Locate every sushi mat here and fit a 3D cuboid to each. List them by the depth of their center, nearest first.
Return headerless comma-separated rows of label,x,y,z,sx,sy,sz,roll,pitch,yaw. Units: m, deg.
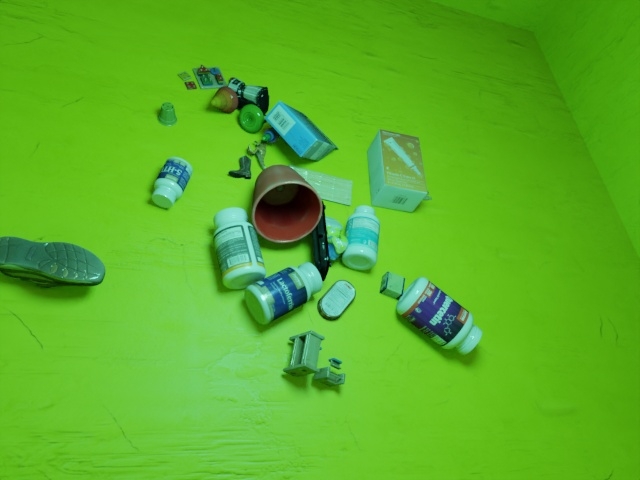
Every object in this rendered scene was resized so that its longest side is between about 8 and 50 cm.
sushi mat,-0.005,-0.254,2.036,0.316,0.019,0.151,13,58,-13

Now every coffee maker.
coffee maker,-0.341,-0.652,2.083,0.178,0.171,0.120,23,29,19

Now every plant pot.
plant pot,-0.149,-0.165,1.769,0.275,0.275,0.243,4,32,-18
plant pot,-0.662,-0.554,1.931,0.083,0.079,0.083,10,57,-16

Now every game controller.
game controller,0.000,0.000,1.795,0.067,0.166,0.319,-3,61,-2

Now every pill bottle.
pill bottle,-0.131,0.186,1.641,0.264,0.153,0.153,-25,72,-31
pill bottle,-0.309,0.027,1.665,0.162,0.162,0.278,-7,62,-24
pill bottle,-0.583,-0.224,1.743,0.112,0.112,0.187,19,56,-9
pill bottle,0.475,0.305,1.780,0.323,0.181,0.181,38,55,4
pill bottle,0.175,-0.018,1.884,0.146,0.146,0.264,18,55,-10

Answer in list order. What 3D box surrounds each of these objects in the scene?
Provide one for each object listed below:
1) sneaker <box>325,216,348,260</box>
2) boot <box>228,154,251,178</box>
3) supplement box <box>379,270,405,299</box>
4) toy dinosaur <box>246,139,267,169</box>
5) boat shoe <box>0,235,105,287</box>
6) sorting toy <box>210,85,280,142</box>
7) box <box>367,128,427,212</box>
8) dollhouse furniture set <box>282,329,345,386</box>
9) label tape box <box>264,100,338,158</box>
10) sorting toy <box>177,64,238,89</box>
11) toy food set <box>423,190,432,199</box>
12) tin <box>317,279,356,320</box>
sneaker,0.038,-0.004,1.864,0.091,0.126,0.240,20,24,-20
boot,-0.349,-0.325,1.937,0.106,0.037,0.114,11,60,-30
supplement box,0.300,0.188,1.861,0.083,0.056,0.083,21,55,-8
toy dinosaur,-0.269,-0.390,1.991,0.112,0.064,0.211,8,58,-18
boat shoe,-0.871,0.082,1.441,0.355,0.130,0.132,15,53,-5
sorting toy,-0.354,-0.551,1.995,0.365,0.127,0.126,37,31,4
box,0.359,-0.333,2.129,0.215,0.168,0.345,8,58,-14
dollhouse furniture set,-0.016,0.424,1.578,0.184,0.129,0.129,33,50,-29
label tape box,-0.075,-0.492,2.069,0.249,0.115,0.347,47,15,9
sorting toy,-0.538,-0.794,2.144,0.274,0.046,0.132,-14,66,-27
toy food set,0.495,-0.236,2.213,0.122,0.019,0.078,-4,62,-23
tin,0.066,0.233,1.760,0.106,0.040,0.190,43,55,2
